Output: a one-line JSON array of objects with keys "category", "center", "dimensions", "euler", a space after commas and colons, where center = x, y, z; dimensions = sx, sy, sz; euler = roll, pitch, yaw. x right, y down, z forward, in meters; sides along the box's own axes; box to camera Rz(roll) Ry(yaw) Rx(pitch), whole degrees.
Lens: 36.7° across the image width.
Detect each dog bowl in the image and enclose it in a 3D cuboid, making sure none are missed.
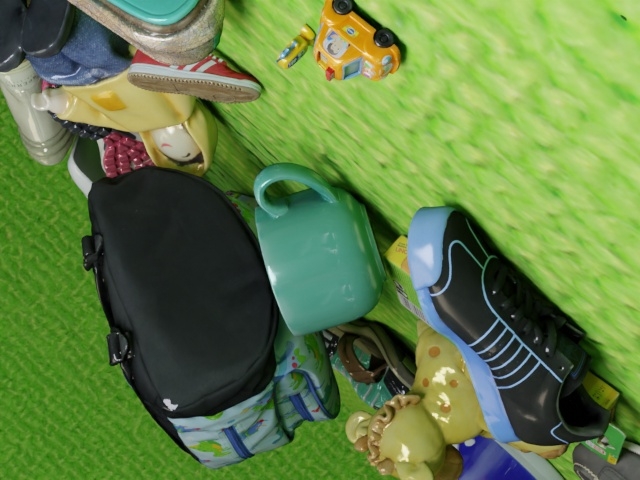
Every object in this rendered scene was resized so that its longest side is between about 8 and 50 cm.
[{"category": "dog bowl", "center": [0.222, 0.316, 1.374], "dimensions": [0.265, 0.104, 0.265], "euler": [40, 169, 9]}]

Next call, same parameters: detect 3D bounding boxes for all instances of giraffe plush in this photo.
[{"category": "giraffe plush", "center": [0.129, 0.189, 1.008], "dimensions": [0.210, 0.170, 0.181], "euler": [44, 170, -9]}]

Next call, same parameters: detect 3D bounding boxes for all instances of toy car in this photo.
[{"category": "toy car", "center": [0.007, -0.110, 0.602], "dimensions": [0.060, 0.040, 0.122], "euler": [44, 169, -9]}]

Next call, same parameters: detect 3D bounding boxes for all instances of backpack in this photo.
[{"category": "backpack", "center": [-0.105, 0.114, 1.075], "dimensions": [0.356, 0.273, 0.290], "euler": [97, 152, -52]}]

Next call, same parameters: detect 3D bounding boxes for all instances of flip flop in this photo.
[{"category": "flip flop", "center": [0.061, 0.165, 1.416], "dimensions": [0.112, 0.080, 0.277], "euler": [48, 168, -29]}]

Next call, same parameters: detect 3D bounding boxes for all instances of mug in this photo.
[{"category": "mug", "center": [0.003, 0.009, 0.881], "dimensions": [0.158, 0.097, 0.130], "euler": [64, -170, -66]}]

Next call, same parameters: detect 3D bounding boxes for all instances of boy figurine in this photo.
[{"category": "boy figurine", "center": [-0.200, -0.146, 0.951], "dimensions": [0.177, 0.092, 0.285], "euler": [-9, 155, 23]}]

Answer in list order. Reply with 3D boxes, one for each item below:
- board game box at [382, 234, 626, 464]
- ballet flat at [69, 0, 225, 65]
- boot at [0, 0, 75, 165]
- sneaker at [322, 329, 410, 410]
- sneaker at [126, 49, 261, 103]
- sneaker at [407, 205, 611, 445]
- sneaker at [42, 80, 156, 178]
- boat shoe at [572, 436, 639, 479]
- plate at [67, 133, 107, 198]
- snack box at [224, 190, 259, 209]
[{"category": "board game box", "center": [0.169, 0.100, 0.876], "dimensions": [0.259, 0.039, 0.124], "euler": [40, 170, 25]}, {"category": "ballet flat", "center": [-0.196, -0.229, 0.713], "dimensions": [0.316, 0.107, 0.106], "euler": [41, 177, 12]}, {"category": "boot", "center": [-0.349, -0.206, 1.160], "dimensions": [0.213, 0.077, 0.165], "euler": [-110, 7, -47]}, {"category": "sneaker", "center": [0.083, 0.207, 1.595], "dimensions": [0.223, 0.083, 0.098], "euler": [38, -168, 36]}, {"category": "sneaker", "center": [-0.105, -0.160, 0.842], "dimensions": [0.118, 0.067, 0.042], "euler": [10, 162, 6]}, {"category": "sneaker", "center": [0.148, 0.065, 0.733], "dimensions": [0.090, 0.081, 0.232], "euler": [-8, 125, 36]}, {"category": "sneaker", "center": [-0.230, -0.161, 1.140], "dimensions": [0.299, 0.120, 0.112], "euler": [61, -173, -64]}, {"category": "boat shoe", "center": [0.312, 0.260, 0.830], "dimensions": [0.112, 0.095, 0.335], "euler": [46, 169, -22]}, {"category": "plate", "center": [-0.245, -0.074, 1.323], "dimensions": [0.277, 0.045, 0.278], "euler": [49, -163, -31]}, {"category": "snack box", "center": [-0.059, 0.022, 1.307], "dimensions": [0.174, 0.070, 0.207], "euler": [47, 170, -22]}]
